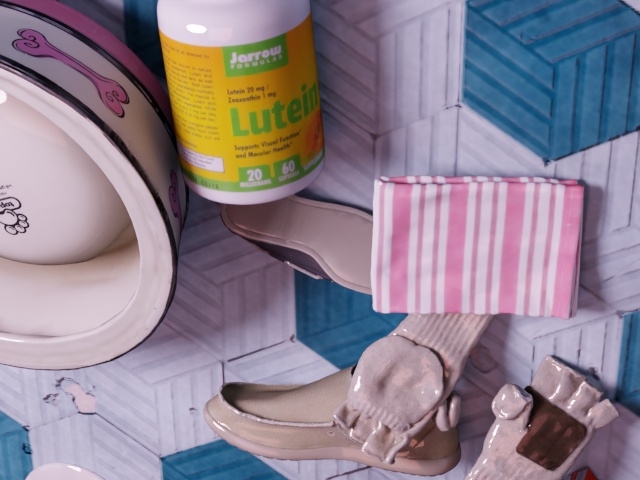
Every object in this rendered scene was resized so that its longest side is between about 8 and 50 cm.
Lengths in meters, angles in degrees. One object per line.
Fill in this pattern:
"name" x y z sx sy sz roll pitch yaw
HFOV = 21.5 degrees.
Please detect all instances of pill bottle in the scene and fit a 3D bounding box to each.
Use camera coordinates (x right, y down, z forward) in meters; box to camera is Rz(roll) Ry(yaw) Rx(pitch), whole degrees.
"pill bottle" -0.073 -0.168 1.514 0.136 0.136 0.245 6 124 18

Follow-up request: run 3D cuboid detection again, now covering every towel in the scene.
"towel" 0.145 0.008 1.581 0.197 0.029 0.144 1 118 4

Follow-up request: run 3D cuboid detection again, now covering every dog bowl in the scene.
"dog bowl" -0.306 -0.068 1.637 0.408 0.150 0.408 12 134 12

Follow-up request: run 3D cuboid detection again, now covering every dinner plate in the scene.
"dinner plate" -0.292 0.323 2.004 0.141 0.017 0.141 11 126 16

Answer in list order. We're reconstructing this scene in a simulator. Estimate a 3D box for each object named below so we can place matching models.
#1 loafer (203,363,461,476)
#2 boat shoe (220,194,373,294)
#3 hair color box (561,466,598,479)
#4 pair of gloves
"loafer" 0.015 0.173 1.736 0.269 0.102 0.092 7 109 1
"boat shoe" 0.000 0.000 1.660 0.206 0.075 0.065 22 170 0
"hair color box" 0.212 0.304 1.744 0.167 0.093 0.053 -29 108 33
"pair of gloves" 0.148 0.168 1.661 0.240 0.042 0.204 39 100 -9
